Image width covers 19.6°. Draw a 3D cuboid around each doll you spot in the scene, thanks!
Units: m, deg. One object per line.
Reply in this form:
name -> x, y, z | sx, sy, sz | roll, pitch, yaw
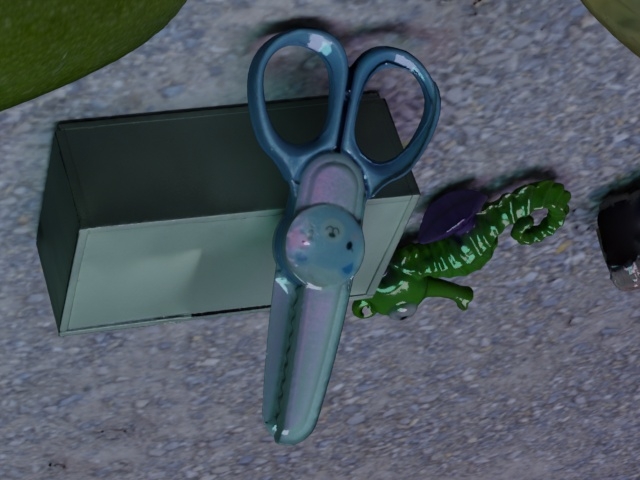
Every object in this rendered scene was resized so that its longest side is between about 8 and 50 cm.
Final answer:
doll -> 0.102, 0.008, 1.397 | 0.190, 0.050, 0.115 | -31, 144, 17

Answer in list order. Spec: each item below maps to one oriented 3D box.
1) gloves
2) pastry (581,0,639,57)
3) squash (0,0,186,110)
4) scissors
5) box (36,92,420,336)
gloves -> 0.285, -0.010, 1.424 | 0.144, 0.110, 0.094 | 3, 165, 20
pastry -> 0.260, -0.250, 0.846 | 0.409, 0.245, 0.409 | -27, 153, -15
squash -> -0.200, -0.155, 0.986 | 0.189, 0.189, 0.260 | -40, 179, 32
scissors -> 0.000, 0.000, 1.150 | 0.125, 0.256, 0.030 | 10, 178, -21
box -> -0.065, -0.017, 1.224 | 0.225, 0.086, 0.129 | -7, 149, -20
